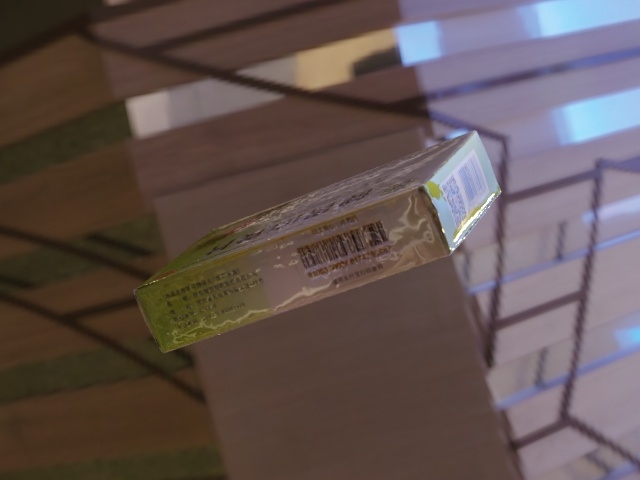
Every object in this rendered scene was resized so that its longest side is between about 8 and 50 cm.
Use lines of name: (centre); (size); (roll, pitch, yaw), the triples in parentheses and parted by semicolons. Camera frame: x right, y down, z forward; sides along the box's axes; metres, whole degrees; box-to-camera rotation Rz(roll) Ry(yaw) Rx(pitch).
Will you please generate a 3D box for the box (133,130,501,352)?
box: (0.001, 0.000, 1.343); (0.260, 0.175, 0.062); (-19, -80, 24)
